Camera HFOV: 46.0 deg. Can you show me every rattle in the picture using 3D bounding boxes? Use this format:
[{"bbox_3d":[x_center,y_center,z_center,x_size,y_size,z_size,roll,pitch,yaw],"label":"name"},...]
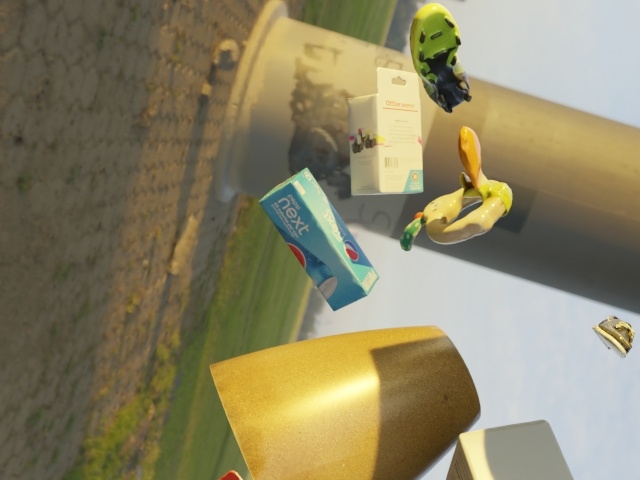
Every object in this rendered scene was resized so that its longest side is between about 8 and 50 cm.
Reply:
[{"bbox_3d":[0.162,-0.066,1.081,0.199,0.142,0.130,0,-124,56],"label":"rattle"}]

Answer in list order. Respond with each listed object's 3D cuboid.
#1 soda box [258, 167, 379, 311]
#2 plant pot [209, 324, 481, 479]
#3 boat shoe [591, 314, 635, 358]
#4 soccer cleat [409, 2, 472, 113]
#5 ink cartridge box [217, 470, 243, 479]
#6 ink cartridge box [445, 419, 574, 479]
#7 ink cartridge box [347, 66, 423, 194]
[{"bbox_3d":[0.000,0.000,1.160,0.071,0.210,0.067,-29,-170,30],"label":"soda box"},{"bbox_3d":[0.039,0.200,0.840,0.237,0.254,0.237,158,-90,-80],"label":"plant pot"},{"bbox_3d":[0.358,0.113,0.908,0.038,0.046,0.125,-39,167,9],"label":"boat shoe"},{"bbox_3d":[0.203,-0.339,1.363,0.121,0.093,0.289,64,8,27],"label":"soccer cleat"},{"bbox_3d":[-0.114,0.418,0.636,0.385,0.308,0.091,-45,167,32],"label":"ink cartridge box"},{"bbox_3d":[0.169,0.284,0.676,0.208,0.086,0.153,91,-12,-45],"label":"ink cartridge box"},{"bbox_3d":[0.098,-0.160,1.133,0.104,0.061,0.181,-4,94,-46],"label":"ink cartridge box"}]
